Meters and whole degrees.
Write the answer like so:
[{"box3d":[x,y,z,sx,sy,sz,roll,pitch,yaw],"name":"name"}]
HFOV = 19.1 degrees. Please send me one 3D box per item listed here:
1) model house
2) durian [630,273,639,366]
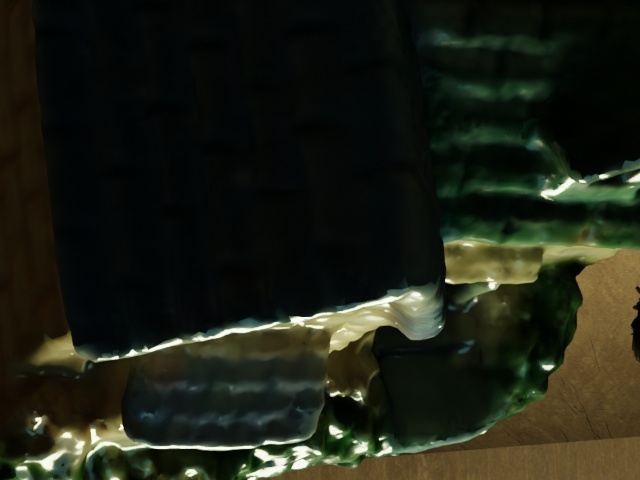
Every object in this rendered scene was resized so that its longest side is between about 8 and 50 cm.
[{"box3d":[0.031,-0.067,1.104,0.445,0.395,0.400,2,162,-31],"name":"model house"},{"box3d":[0.442,0.060,1.644,0.348,0.384,0.347,-26,141,-23],"name":"durian"}]
